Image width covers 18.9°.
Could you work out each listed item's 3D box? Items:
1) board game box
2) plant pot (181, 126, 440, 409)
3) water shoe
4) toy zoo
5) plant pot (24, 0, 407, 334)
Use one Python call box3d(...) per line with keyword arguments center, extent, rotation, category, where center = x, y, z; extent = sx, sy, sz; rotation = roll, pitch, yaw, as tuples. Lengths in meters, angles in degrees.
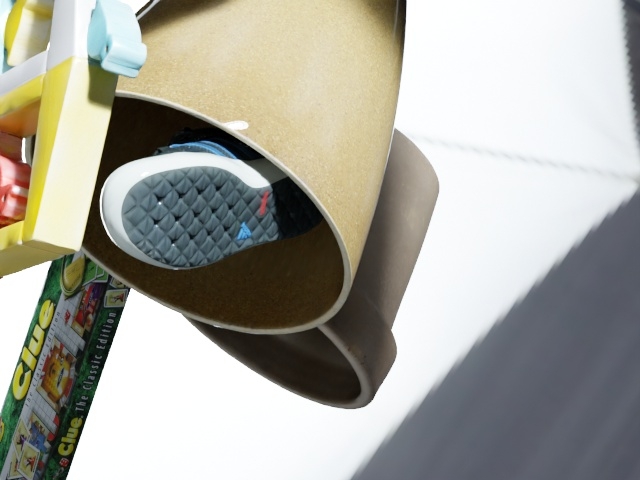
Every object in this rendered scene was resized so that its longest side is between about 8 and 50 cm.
box3d(center=(-0.240, 0.113, 1.774), extent=(0.030, 0.259, 0.136), rotation=(14, 10, -29), category="board game box")
box3d(center=(0.000, 0.000, 1.869), extent=(0.263, 0.229, 0.263), rotation=(31, -22, 14), category="plant pot")
box3d(center=(-0.076, -0.030, 1.193), extent=(0.080, 0.073, 0.203), rotation=(28, 19, 33), category="water shoe")
box3d(center=(-0.183, -0.071, 1.086), extent=(0.030, 0.192, 0.293), rotation=(15, -18, -32), category="toy zoo")
box3d(center=(-0.039, -0.107, 1.326), extent=(0.237, 0.254, 0.237), rotation=(20, -32, 13), category="plant pot")
